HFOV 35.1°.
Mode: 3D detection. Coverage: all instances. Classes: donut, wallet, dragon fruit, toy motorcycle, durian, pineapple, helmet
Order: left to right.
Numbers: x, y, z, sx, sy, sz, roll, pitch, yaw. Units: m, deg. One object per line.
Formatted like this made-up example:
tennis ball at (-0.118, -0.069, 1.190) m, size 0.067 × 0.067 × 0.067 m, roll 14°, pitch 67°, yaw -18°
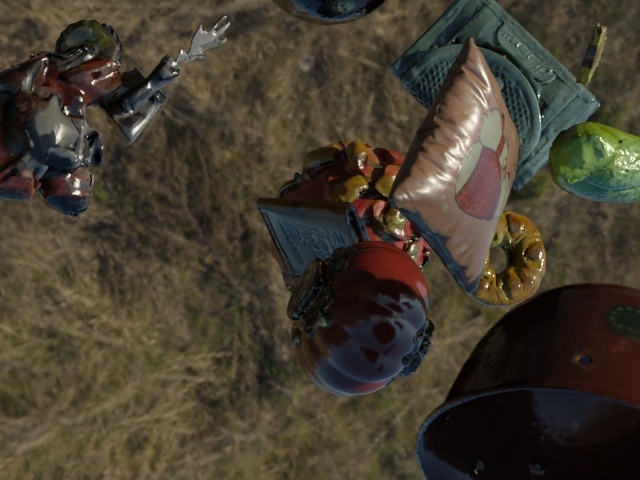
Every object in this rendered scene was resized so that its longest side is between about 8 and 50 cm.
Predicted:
toy motorcycle at (-0.289, -0.171, 1.284) m, size 0.401 × 0.207 × 0.134 m, roll -39°, pitch -176°, yaw -21°
wallet at (0.000, 0.002, 1.618) m, size 0.161 × 0.042 × 0.195 m, roll 2°, pitch 145°, yaw 21°
dragon fruit at (0.062, -0.063, 1.798) m, size 0.296 × 0.314 × 0.263 m, roll -1°, pitch 139°, yaw -18°
wallet at (0.327, -0.290, 1.908) m, size 0.237 × 0.342 × 0.075 m, roll -46°, pitch 176°, yaw 2°
donut at (0.402, 0.044, 2.295) m, size 0.226 × 0.227 × 0.114 m, roll -23°, pitch 170°, yaw -8°
helmet at (0.292, 0.178, 1.088) m, size 0.385 × 0.337 × 0.230 m, roll 106°, pitch 7°, yaw -56°
pineapple at (0.338, -0.234, 1.251) m, size 0.045 × 0.019 × 0.083 m, roll -52°, pitch 157°, yaw -49°
durian at (0.387, -0.097, 1.344) m, size 0.250 × 0.139 × 0.101 m, roll 10°, pitch 100°, yaw -47°

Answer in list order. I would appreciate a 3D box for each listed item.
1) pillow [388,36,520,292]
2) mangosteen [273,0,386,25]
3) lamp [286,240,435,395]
pillow at (0.173, -0.086, 1.215) m, size 0.084 × 0.236 × 0.223 m, roll 8°, pitch 157°, yaw 36°
mangosteen at (0.009, -0.498, 1.703) m, size 0.288 × 0.288 × 0.288 m, roll -23°, pitch 160°, yaw -9°
lamp at (0.062, 0.112, 1.416) m, size 0.227 × 0.227 × 0.227 m, roll -23°, pitch 160°, yaw -9°
